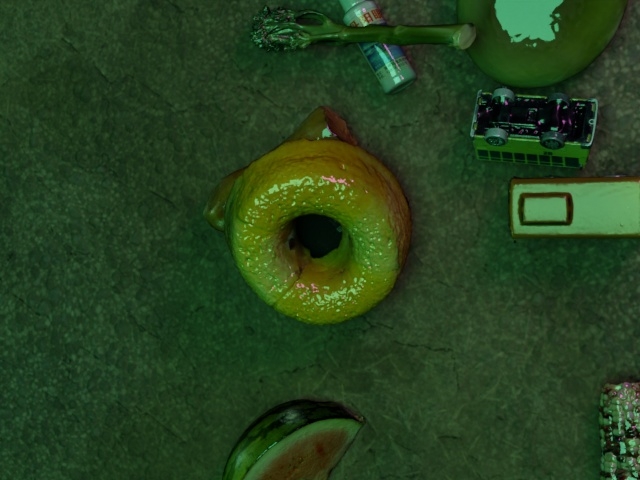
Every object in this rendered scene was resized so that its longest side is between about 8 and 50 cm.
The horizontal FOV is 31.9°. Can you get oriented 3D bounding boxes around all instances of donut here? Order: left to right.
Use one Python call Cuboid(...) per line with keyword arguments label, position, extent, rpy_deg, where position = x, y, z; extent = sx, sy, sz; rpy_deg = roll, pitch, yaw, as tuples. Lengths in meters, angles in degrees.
Cuboid(label="donut", position=(0.000, 0.000, 1.687), extent=(0.303, 0.110, 0.302), rpy_deg=(-1, 117, -1))

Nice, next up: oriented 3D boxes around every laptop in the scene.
Cuboid(label="laptop", position=(0.005, -0.031, 1.744), extent=(0.129, 0.016, 0.180), rpy_deg=(-39, 114, 16))

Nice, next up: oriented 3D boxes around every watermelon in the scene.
Cuboid(label="watermelon", position=(-0.088, 0.356, 1.821), extent=(0.303, 0.159, 0.128), rpy_deg=(-54, 40, 13))

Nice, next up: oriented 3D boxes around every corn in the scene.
Cuboid(label="corn", position=(0.454, 0.346, 1.647), extent=(0.092, 0.092, 0.280), rpy_deg=(-6, 88, 18))

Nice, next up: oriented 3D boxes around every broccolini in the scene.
Cuboid(label="broccolini", position=(0.046, -0.304, 1.659), extent=(0.392, 0.079, 0.074), rpy_deg=(9, 60, 41))

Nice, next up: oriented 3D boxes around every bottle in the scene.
Cuboid(label="bottle", position=(0.072, -0.329, 1.726), extent=(0.060, 0.060, 0.217), rpy_deg=(-32, 84, 17))

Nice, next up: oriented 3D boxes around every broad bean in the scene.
Cuboid(label="broad bean", position=(0.324, -0.360, 1.615), extent=(0.238, 0.119, 0.291), rpy_deg=(35, 106, 3))

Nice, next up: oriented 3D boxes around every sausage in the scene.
Cuboid(label="sausage", position=(-0.066, -0.102, 1.764), extent=(0.271, 0.109, 0.108), rpy_deg=(-33, 84, 15))

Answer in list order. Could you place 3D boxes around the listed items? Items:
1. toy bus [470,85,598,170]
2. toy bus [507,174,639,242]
Cuboid(label="toy bus", position=(0.314, -0.162, 1.640), extent=(0.175, 0.101, 0.088), rpy_deg=(7, 67, 16))
Cuboid(label="toy bus", position=(0.368, -0.047, 1.625), extent=(0.201, 0.114, 0.098), rpy_deg=(0, 93, 17))
